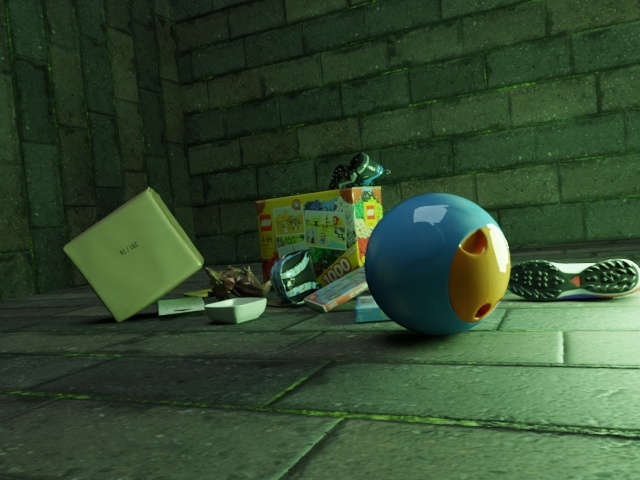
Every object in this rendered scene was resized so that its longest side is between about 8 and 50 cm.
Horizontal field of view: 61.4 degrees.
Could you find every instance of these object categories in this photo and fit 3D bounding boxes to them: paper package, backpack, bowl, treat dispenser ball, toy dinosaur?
[{"bbox_3d":[-0.589,0.048,1.745,0.325,0.309,0.168,-35,3,-5],"label":"paper package"},{"bbox_3d":[-0.095,0.123,1.710,0.117,0.158,0.173,-13,9,33],"label":"backpack"},{"bbox_3d":[-0.237,0.197,1.506,0.142,0.053,0.142,-3,2,35],"label":"bowl"},{"bbox_3d":[0.233,0.048,1.091,0.289,0.287,0.288,-5,2,0],"label":"treat dispenser ball"},{"bbox_3d":[-0.271,0.162,1.863,0.296,0.127,0.200,7,4,-25],"label":"toy dinosaur"}]

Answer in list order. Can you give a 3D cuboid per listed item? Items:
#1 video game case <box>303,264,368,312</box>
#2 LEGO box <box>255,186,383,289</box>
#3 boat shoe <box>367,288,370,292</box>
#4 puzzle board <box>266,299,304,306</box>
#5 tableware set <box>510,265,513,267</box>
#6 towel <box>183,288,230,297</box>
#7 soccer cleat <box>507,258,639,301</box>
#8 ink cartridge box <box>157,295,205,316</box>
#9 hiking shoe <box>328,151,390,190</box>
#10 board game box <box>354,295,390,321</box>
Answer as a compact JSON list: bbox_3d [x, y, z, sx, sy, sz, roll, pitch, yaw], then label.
[{"bbox_3d":[0.101,0.127,1.614,0.285,0.025,0.204,-28,8,-16],"label":"video game case"},{"bbox_3d":[0.000,0.000,2.110,0.501,0.371,0.193,-4,2,41],"label":"LEGO box"},{"bbox_3d":[0.263,0.127,1.641,0.259,0.095,0.084,-6,-3,8],"label":"boat shoe"},{"bbox_3d":[-0.104,0.199,1.745,0.128,0.011,0.096,-7,4,-40],"label":"puzzle board"},{"bbox_3d":[0.745,0.108,2.080,0.169,0.020,0.141,-4,2,34],"label":"tableware set"},{"bbox_3d":[-0.435,0.215,2.204,0.102,0.021,0.237,3,6,40],"label":"towel"},{"bbox_3d":[0.635,0.107,1.367,0.319,0.108,0.116,-6,-20,36],"label":"soccer cleat"},{"bbox_3d":[-0.442,0.222,1.717,0.146,0.045,0.179,-5,11,-18],"label":"ink cartridge box"},{"bbox_3d":[0.133,-0.233,2.063,0.132,0.113,0.304,26,-16,-19],"label":"hiking shoe"},{"bbox_3d":[0.171,0.169,1.384,0.160,0.039,0.211,-5,2,6],"label":"board game box"}]
